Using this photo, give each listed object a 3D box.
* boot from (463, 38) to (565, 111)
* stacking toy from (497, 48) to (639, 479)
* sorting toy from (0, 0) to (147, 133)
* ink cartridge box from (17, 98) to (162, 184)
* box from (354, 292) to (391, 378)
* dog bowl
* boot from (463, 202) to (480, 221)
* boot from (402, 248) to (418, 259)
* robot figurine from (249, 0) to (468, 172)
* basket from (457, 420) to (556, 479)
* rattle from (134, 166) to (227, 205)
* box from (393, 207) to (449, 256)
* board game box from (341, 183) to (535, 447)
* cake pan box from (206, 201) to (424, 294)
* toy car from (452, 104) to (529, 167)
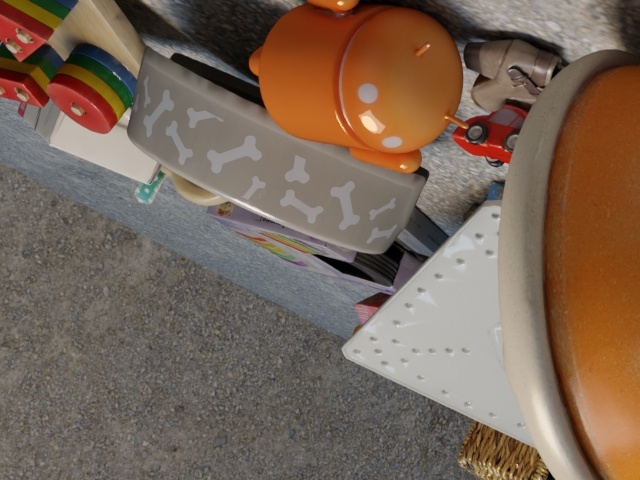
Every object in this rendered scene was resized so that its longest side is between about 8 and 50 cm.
[{"bbox_3d":[0.172,-0.133,1.097,0.087,0.042,0.118,17,169,26],"label":"boot"},{"bbox_3d":[0.387,0.020,0.840,0.480,0.350,0.351,-5,154,37],"label":"stacking toy"},{"bbox_3d":[-0.324,-0.230,1.462,0.255,0.089,0.257,17,154,37],"label":"sorting toy"},{"bbox_3d":[-0.312,-0.165,1.783,0.159,0.092,0.218,22,-175,-28],"label":"ink cartridge box"},{"bbox_3d":[0.182,0.142,2.049,0.142,0.154,0.300,67,167,-6],"label":"box"},{"bbox_3d":[-0.048,-0.094,1.382,0.349,0.102,0.349,24,-173,-3],"label":"dog bowl"},{"bbox_3d":[0.244,-0.009,1.632,0.114,0.037,0.106,34,165,-25],"label":"boot"},{"bbox_3d":[0.100,0.033,2.141,0.246,0.083,0.161,19,180,40],"label":"boot"},{"bbox_3d":[0.032,-0.144,1.121,0.128,0.158,0.219,4,-173,-42],"label":"robot figurine"},{"bbox_3d":[0.391,0.271,1.984,0.213,0.299,0.223,28,170,-24],"label":"basket"},{"bbox_3d":[-0.192,-0.117,1.744,0.200,0.130,0.143,3,174,21],"label":"rattle"},{"bbox_3d":[0.080,-0.033,1.884,0.186,0.038,0.145,19,170,33],"label":"box"},{"bbox_3d":[0.281,0.121,1.652,0.390,0.050,0.390,26,139,-12],"label":"board game box"},{"bbox_3d":[0.000,0.000,1.949,0.267,0.070,0.246,15,171,40],"label":"cake pan box"},{"bbox_3d":[0.264,-0.069,1.184,0.225,0.053,0.239,27,171,-21],"label":"toy car"}]
